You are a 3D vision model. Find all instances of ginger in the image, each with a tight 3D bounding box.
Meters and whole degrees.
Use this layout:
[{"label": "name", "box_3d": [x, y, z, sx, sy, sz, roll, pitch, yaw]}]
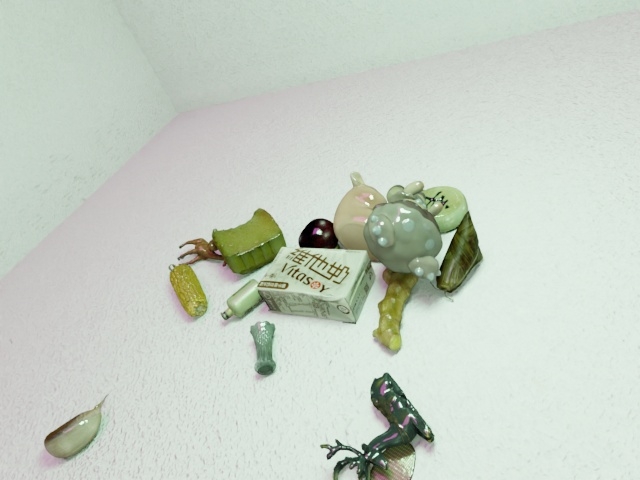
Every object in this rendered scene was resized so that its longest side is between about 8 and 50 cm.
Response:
[{"label": "ginger", "box_3d": [0.212, 0.178, 1.230, 0.118, 0.065, 0.299, -17, 35, 32]}]

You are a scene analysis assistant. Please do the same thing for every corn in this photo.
[{"label": "corn", "box_3d": [-0.486, 0.177, 1.602, 0.106, 0.106, 0.293, -35, 39, -13]}]

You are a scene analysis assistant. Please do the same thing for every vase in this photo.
[{"label": "vase", "box_3d": [-0.165, 0.316, 1.271, 0.081, 0.081, 0.148, -20, 40, 6]}]

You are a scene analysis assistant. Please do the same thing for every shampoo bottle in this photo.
[{"label": "shampoo bottle", "box_3d": [-0.263, 0.205, 1.455, 0.162, 0.079, 0.079, -40, 39, -20]}]

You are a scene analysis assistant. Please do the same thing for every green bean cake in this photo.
[{"label": "green bean cake", "box_3d": [-0.266, 0.004, 1.640, 0.236, 0.124, 0.233, -26, 40, -14]}]

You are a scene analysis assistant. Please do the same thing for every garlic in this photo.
[{"label": "garlic", "box_3d": [-0.718, 0.553, 1.291, 0.198, 0.090, 0.128, -41, 27, -13]}]

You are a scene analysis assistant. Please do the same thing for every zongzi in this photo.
[{"label": "zongzi", "box_3d": [0.374, 0.040, 1.206, 0.084, 0.184, 0.187, 21, 56, 39]}]

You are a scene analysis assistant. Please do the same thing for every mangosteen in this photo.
[{"label": "mangosteen", "box_3d": [0.000, 0.000, 1.521, 0.152, 0.152, 0.152, -16, 38, 12]}]

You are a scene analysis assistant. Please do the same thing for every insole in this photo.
[{"label": "insole", "box_3d": [0.117, 0.528, 0.909, 0.086, 0.005, 0.253, 20, 56, 44]}]

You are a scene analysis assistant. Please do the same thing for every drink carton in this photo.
[{"label": "drink carton", "box_3d": [-0.017, 0.130, 1.368, 0.324, 0.132, 0.194, 2, 45, 30]}]

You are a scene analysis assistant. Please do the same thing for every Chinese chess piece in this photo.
[{"label": "Chinese chess piece", "box_3d": [0.395, -0.107, 1.459, 0.188, 0.083, 0.188, -15, 35, 11]}]

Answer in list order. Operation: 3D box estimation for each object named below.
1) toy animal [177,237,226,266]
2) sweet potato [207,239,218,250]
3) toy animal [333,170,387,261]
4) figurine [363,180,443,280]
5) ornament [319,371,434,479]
[{"label": "toy animal", "box_3d": [-0.469, 0.058, 1.766, 0.230, 0.066, 0.224, -16, 36, -1]}, {"label": "sweet potato", "box_3d": [-0.393, -0.003, 1.765, 0.050, 0.050, 0.214, -6, 16, 24]}, {"label": "toy animal", "box_3d": [0.156, -0.078, 1.473, 0.213, 0.195, 0.256, 17, 44, 7]}, {"label": "figurine", "box_3d": [0.244, -0.051, 1.270, 0.203, 0.248, 0.380, -40, 16, 32]}, {"label": "ornament", "box_3d": [0.104, 0.424, 0.978, 0.236, 0.080, 0.202, -31, 36, -9]}]
